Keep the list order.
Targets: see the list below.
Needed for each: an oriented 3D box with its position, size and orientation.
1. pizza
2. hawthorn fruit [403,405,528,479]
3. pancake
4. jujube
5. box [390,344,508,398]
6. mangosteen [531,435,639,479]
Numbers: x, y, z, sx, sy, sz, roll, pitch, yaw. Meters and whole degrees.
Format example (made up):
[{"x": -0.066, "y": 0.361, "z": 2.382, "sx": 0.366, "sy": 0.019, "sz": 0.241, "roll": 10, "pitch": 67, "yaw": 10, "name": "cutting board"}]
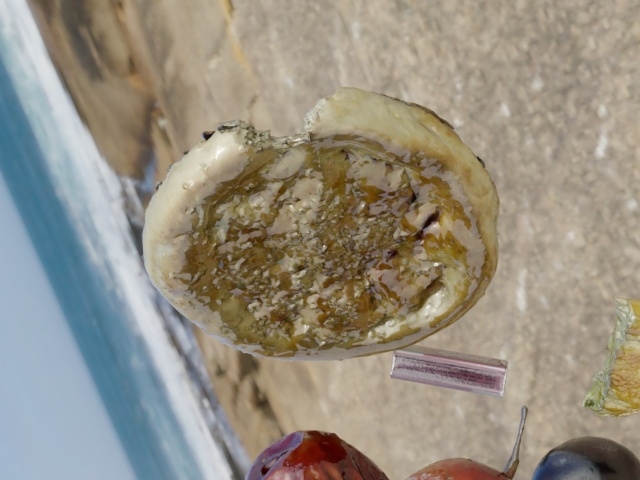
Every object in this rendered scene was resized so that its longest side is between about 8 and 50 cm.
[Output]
[{"x": 0.480, "y": 0.181, "z": 1.789, "sx": 0.287, "sy": 0.280, "sz": 0.075, "roll": -42, "pitch": 33, "yaw": 44, "name": "pizza"}, {"x": 0.203, "y": 0.418, "z": 1.670, "sx": 0.235, "sy": 0.263, "sz": 0.231, "roll": 59, "pitch": -149, "yaw": -3, "name": "hawthorn fruit"}, {"x": 0.000, "y": -0.001, "z": 1.244, "sx": 0.382, "sy": 0.382, "sz": 0.071, "roll": 79, "pitch": -179, "yaw": -45, "name": "pancake"}, {"x": 0.022, "y": 0.297, "z": 1.246, "sx": 0.230, "sy": 0.155, "sz": 0.155, "roll": 38, "pitch": 177, "yaw": -21, "name": "jujube"}, {"x": 0.253, "y": 0.251, "z": 2.362, "sx": 0.120, "sy": 0.224, "sz": 0.069, "roll": -19, "pitch": -61, "yaw": -81, "name": "box"}, {"x": 0.435, "y": 0.433, "z": 1.957, "sx": 0.211, "sy": 0.211, "sz": 0.250, "roll": 67, "pitch": -158, "yaw": -4, "name": "mangosteen"}]
